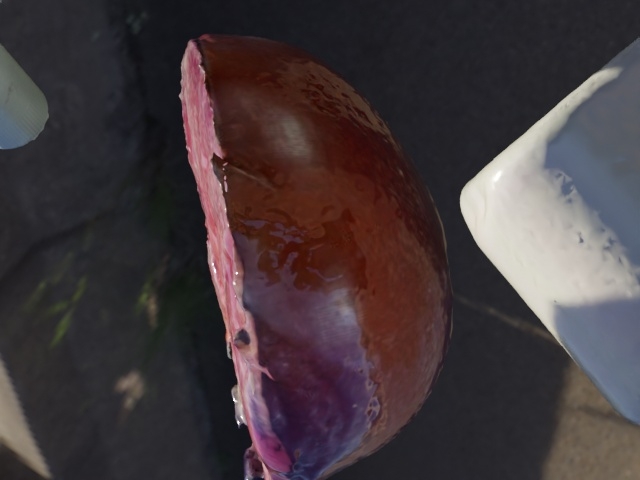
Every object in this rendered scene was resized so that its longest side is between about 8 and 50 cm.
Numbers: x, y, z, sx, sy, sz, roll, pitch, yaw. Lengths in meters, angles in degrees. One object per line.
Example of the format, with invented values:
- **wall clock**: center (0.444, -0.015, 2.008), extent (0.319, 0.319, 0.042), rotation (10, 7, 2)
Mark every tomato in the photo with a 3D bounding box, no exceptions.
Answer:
- **tomato**: center (0.005, 0.003, 1.041), extent (0.176, 0.334, 0.289), rotation (-10, 140, -4)

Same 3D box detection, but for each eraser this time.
- **eraser**: center (0.240, -0.075, 0.716), extent (0.150, 0.331, 0.331), rotation (54, 153, 4)

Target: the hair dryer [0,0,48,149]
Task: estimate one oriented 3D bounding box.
- **hair dryer**: center (-0.143, -0.151, 0.714), extent (0.044, 0.183, 0.155), rotation (26, 166, 18)
